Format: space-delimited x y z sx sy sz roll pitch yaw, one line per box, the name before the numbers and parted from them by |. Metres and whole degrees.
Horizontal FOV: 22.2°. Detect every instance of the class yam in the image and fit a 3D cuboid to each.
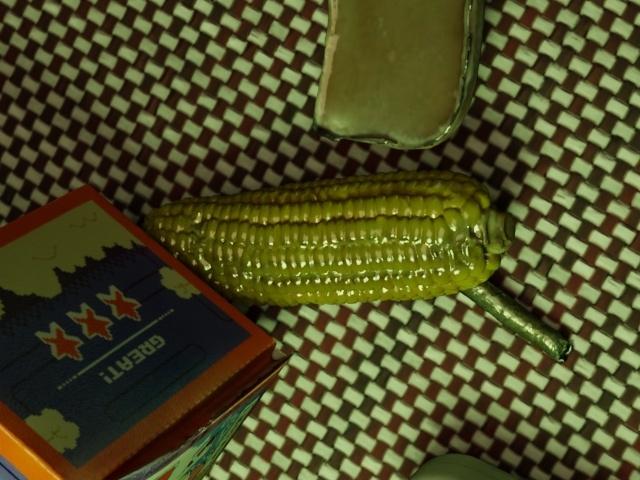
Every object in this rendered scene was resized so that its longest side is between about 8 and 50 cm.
yam | 0.176 0.064 1.487 0.129 0.027 0.033 35 105 11

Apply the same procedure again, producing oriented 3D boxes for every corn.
corn | 0.000 0.000 1.489 0.363 0.120 0.120 -2 94 24

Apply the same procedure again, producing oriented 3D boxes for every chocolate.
chocolate | 0.088 -0.209 1.462 0.161 0.083 0.261 14 99 33

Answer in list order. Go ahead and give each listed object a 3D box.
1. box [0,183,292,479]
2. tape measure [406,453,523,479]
box | -0.266 0.192 1.442 0.257 0.318 0.349 40 122 12
tape measure | 0.169 0.329 1.462 0.258 0.130 0.265 21 101 12
